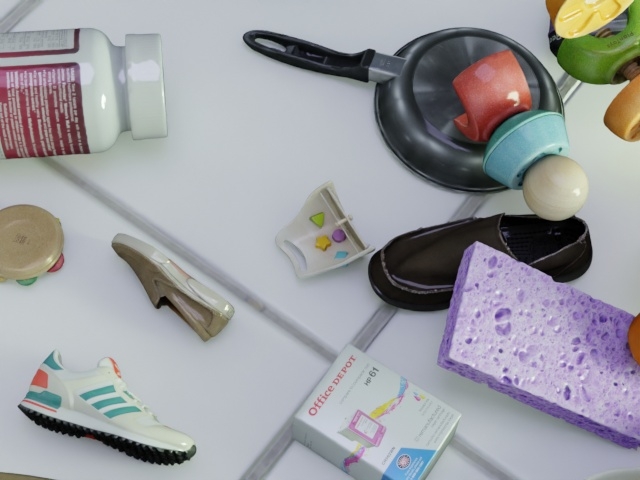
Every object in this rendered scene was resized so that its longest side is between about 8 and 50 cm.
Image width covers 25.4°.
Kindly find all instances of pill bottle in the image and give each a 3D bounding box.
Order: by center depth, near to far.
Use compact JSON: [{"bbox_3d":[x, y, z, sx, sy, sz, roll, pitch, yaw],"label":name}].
[{"bbox_3d":[-0.259,-0.140,1.354,0.221,0.121,0.121,-4,62,-6],"label":"pill bottle"}]

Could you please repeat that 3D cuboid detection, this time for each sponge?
[{"bbox_3d":[0.210,0.095,1.264,0.210,0.031,0.117,24,62,-13],"label":"sponge"}]

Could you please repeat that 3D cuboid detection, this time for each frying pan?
[{"bbox_3d":[0.104,-0.178,1.441,0.326,0.053,0.197,40,66,14],"label":"frying pan"}]

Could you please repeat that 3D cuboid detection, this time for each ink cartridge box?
[{"bbox_3d":[0.048,0.162,1.247,0.122,0.052,0.088,30,64,14],"label":"ink cartridge box"}]

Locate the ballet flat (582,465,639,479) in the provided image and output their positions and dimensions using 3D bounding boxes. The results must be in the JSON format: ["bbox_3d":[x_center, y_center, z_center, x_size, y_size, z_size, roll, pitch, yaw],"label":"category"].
[{"bbox_3d":[0.210,0.302,1.137,0.483,0.164,0.182,-34,44,-27],"label":"ballet flat"}]

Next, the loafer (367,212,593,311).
[{"bbox_3d":[0.151,0.005,1.322,0.220,0.078,0.080,-11,63,-10],"label":"loafer"}]

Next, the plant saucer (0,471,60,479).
[{"bbox_3d":[-0.188,0.233,1.091,0.277,0.278,0.041,15,90,5],"label":"plant saucer"}]

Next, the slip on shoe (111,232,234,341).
[{"bbox_3d":[-0.143,0.043,1.306,0.135,0.051,0.041,35,77,8],"label":"slip on shoe"}]

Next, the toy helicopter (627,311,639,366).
[{"bbox_3d":[0.463,0.070,1.290,0.355,0.140,0.235,29,44,-3],"label":"toy helicopter"}]

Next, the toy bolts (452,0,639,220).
[{"bbox_3d":[0.246,-0.129,1.291,0.228,0.218,0.158,-31,67,-2],"label":"toy bolts"}]

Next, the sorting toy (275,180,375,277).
[{"bbox_3d":[0.000,0.000,1.340,0.075,0.045,0.083,-28,66,-9],"label":"sorting toy"}]

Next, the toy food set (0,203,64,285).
[{"bbox_3d":[-0.280,0.004,1.331,0.082,0.020,0.083,5,61,-1],"label":"toy food set"}]

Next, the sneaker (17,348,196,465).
[{"bbox_3d":[-0.179,0.141,1.241,0.161,0.057,0.075,16,67,8],"label":"sneaker"}]

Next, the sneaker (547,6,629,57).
[{"bbox_3d":[0.373,-0.203,1.453,0.283,0.107,0.124,10,76,7],"label":"sneaker"}]
